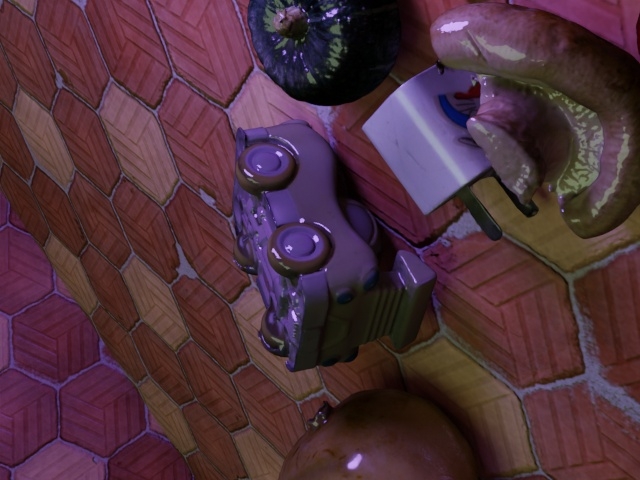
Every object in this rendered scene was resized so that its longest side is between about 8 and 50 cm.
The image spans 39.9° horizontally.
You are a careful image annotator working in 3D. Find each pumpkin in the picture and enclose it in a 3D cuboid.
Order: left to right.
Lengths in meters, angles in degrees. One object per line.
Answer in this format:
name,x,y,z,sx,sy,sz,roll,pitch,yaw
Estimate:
pumpkin,0.001,-0.267,1.078,0.212,0.152,0.211,28,136,31

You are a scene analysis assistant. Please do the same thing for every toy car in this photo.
toy car,0.000,0.000,1.305,0.242,0.226,0.336,99,156,-49

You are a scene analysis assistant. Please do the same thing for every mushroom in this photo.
mushroom,0.244,-0.138,0.876,0.285,0.156,0.151,50,138,-11

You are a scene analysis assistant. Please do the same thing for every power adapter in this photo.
power adapter,0.168,-0.096,1.025,0.205,0.130,0.125,53,148,4

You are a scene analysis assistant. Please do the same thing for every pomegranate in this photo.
pomegranate,0.087,0.398,1.413,0.333,0.333,0.332,35,142,32

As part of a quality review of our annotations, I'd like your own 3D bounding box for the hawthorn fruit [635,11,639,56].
hawthorn fruit,0.343,-0.166,0.660,0.250,0.215,0.215,42,147,40
